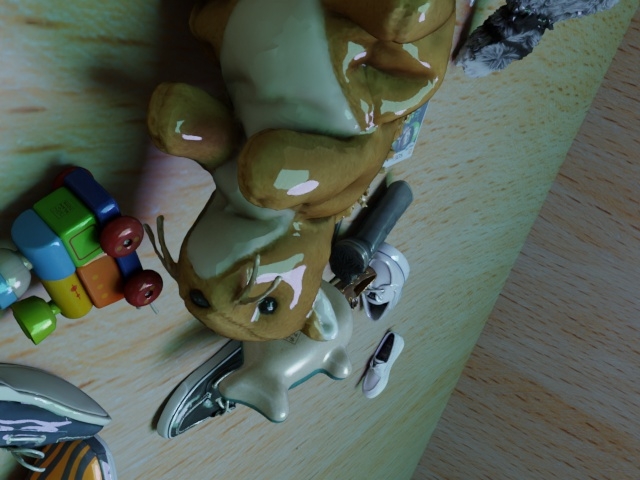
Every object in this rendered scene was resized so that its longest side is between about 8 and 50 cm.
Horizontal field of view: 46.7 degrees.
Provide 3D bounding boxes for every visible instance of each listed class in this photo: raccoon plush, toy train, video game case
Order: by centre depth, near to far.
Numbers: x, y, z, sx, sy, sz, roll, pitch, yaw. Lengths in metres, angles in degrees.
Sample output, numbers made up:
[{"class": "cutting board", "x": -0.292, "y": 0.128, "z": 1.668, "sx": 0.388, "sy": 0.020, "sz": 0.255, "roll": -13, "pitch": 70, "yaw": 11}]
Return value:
[{"class": "toy train", "x": -0.243, "y": 0.054, "z": 0.746, "sx": 0.143, "sy": 0.105, "sz": 0.248, "roll": -37, "pitch": 150, "yaw": -23}, {"class": "raccoon plush", "x": 0.372, "y": -0.536, "z": 1.305, "sx": 0.216, "sy": 0.446, "sz": 0.299, "roll": 22, "pitch": 57, "yaw": -36}, {"class": "video game case", "x": 0.144, "y": -0.218, "z": 1.315, "sx": 0.173, "sy": 0.022, "sz": 0.191, "roll": -29, "pitch": 142, "yaw": -52}]

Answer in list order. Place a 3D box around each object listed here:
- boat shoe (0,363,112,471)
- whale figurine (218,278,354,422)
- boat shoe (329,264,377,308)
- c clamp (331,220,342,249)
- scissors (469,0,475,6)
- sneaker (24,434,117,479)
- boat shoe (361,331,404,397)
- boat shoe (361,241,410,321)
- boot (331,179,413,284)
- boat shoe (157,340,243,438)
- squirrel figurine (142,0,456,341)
[{"class": "boat shoe", "x": -0.309, "y": 0.176, "z": 0.743, "sx": 0.079, "sy": 0.095, "sz": 0.254, "roll": -60, "pitch": 156, "yaw": -6}, {"class": "whale figurine", "x": -0.060, "y": 0.167, "z": 1.111, "sx": 0.272, "sy": 0.216, "sz": 0.141, "roll": -63, "pitch": 176, "yaw": -49}, {"class": "boat shoe", "x": 0.045, "y": 0.108, "z": 1.443, "sx": 0.178, "sy": 0.060, "sz": 0.064, "roll": -49, "pitch": 155, "yaw": -26}, {"class": "c clamp", "x": 0.000, "y": 0.000, "z": 1.272, "sx": 0.137, "sy": 0.022, "sz": 0.161, "roll": -19, "pitch": 134, "yaw": -57}, {"class": "scissors", "x": 0.236, "y": -0.458, "z": 0.982, "sx": 0.109, "sy": 0.021, "sz": 0.297, "roll": -25, "pitch": 142, "yaw": -55}, {"class": "sneaker", "x": -0.352, "y": 0.367, "z": 0.840, "sx": 0.180, "sy": 0.124, "sz": 0.321, "roll": -6, "pitch": 122, "yaw": -64}, {"class": "boat shoe", "x": 0.157, "y": 0.321, "z": 1.930, "sx": 0.184, "sy": 0.066, "sz": 0.063, "roll": -55, "pitch": 143, "yaw": -7}, {"class": "boat shoe", "x": 0.130, "y": 0.096, "z": 1.563, "sx": 0.084, "sy": 0.095, "sz": 0.258, "roll": -55, "pitch": 156, "yaw": -24}, {"class": "boot", "x": 0.106, "y": -0.026, "z": 1.372, "sx": 0.208, "sy": 0.076, "sz": 0.190, "roll": -46, "pitch": 178, "yaw": -16}, {"class": "boat shoe", "x": -0.159, "y": 0.231, "z": 1.151, "sx": 0.219, "sy": 0.070, "sz": 0.078, "roll": -44, "pitch": 152, "yaw": -35}, {"class": "squirrel figurine", "x": -0.013, "y": -0.086, "z": 0.784, "sx": 0.397, "sy": 0.280, "sz": 0.371, "roll": -29, "pitch": 132, "yaw": -67}]
